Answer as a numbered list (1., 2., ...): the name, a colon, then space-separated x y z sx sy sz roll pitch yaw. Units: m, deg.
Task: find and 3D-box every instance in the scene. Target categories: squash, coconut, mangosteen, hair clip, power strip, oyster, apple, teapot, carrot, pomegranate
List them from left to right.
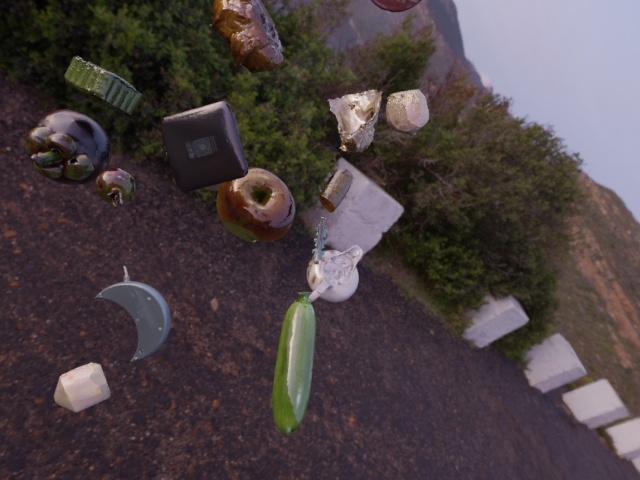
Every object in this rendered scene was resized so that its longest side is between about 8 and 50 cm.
1. mangosteen: -0.968 -0.351 1.634 0.311 0.311 0.311 43 28 -29
2. coconut: -0.630 0.389 1.120 0.122 0.116 0.116 -21 77 -30
3. pomegranate: -0.706 -0.177 1.448 0.129 0.130 0.159 48 23 -21
4. power strip: -0.431 0.165 0.996 0.215 0.137 0.044 63 -1 0
5. apple: -0.314 -0.154 2.048 0.383 0.374 0.374 56 24 4
6. squash: -0.071 0.331 1.192 0.107 0.107 0.394 32 57 -44
7. hair clip: 0.001 0.000 1.485 0.049 0.049 0.172 17 80 -55
8. teapot: 0.046 0.134 1.584 0.204 0.139 0.298 42 53 -2
9. carrot: 0.052 -0.174 1.454 0.082 0.082 0.173 48 53 -19
10. oyster: 0.106 -0.351 1.271 0.107 0.162 0.232 55 37 -50
11. coconut: 0.373 -0.538 1.814 0.194 0.194 0.194 43 28 -29

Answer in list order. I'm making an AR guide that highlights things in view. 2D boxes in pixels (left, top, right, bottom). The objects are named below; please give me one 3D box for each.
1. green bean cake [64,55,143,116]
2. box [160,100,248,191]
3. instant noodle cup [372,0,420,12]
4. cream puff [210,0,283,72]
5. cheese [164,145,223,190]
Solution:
1. green bean cake: -0.784 -0.553 1.544 0.201 0.113 0.214 27 1 17
2. box: -0.438 -0.352 1.614 0.073 0.289 0.289 -69 145 -80
3. instant noodle cup: 0.251 -0.914 1.444 0.235 0.235 0.178 44 22 -26
4. cream puff: -0.218 -0.642 1.308 0.269 0.155 0.241 51 24 -26
5. cheese: -0.594 -0.412 2.123 0.333 0.292 0.153 18 46 11
